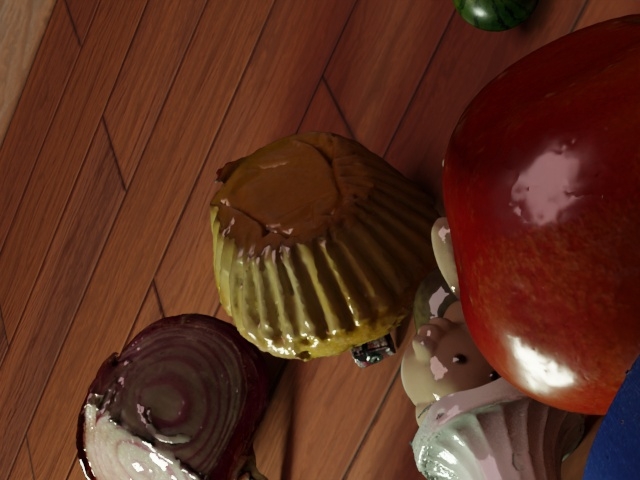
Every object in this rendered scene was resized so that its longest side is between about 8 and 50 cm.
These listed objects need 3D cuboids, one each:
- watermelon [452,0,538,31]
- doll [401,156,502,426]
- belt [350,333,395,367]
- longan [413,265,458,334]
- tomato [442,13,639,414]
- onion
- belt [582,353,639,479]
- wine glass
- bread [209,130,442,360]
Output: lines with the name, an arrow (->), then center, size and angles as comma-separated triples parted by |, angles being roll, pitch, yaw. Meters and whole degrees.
watermelon -> 0.185, -0.267, 2.051 | 0.109, 0.109, 0.109 | -41, 42, 53
doll -> 0.160, 0.054, 1.865 | 0.119, 0.154, 0.278 | -7, 71, 59
belt -> 0.036, 0.041, 2.241 | 0.071, 0.053, 0.232 | 72, -176, -47
longan -> 0.138, 0.072, 1.970 | 0.113, 0.092, 0.113 | -161, 90, -87
tomato -> 0.244, -0.022, 1.542 | 0.325, 0.289, 0.293 | -101, -1, -68
onion -> -0.169, 0.218, 2.441 | 0.256, 0.272, 0.230 | -29, 26, 51
belt -> 0.328, 0.130, 1.393 | 0.347, 0.212, 0.117 | -62, 29, 22
wine glass -> 0.181, 0.233, 1.741 | 0.165, 0.165, 0.196 | -57, 38, 38
bread -> 0.000, 0.000, 2.142 | 0.274, 0.149, 0.274 | -15, 42, 14
